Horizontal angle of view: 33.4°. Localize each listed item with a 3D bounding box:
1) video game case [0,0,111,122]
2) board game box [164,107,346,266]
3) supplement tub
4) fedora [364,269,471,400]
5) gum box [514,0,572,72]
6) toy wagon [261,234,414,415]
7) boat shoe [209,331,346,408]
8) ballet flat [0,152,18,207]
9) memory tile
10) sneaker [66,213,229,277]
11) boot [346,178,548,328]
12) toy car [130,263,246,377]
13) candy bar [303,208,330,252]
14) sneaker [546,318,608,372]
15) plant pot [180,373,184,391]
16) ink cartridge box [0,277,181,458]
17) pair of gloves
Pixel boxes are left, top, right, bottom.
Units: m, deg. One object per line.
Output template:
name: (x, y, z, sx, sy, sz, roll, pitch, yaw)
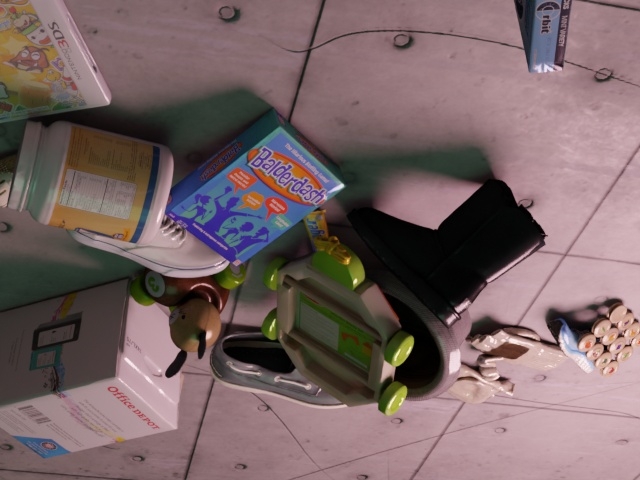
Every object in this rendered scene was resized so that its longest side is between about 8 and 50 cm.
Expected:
video game case: (-0.408, -0.231, 1.354, 0.227, 0.026, 0.206, -8, 142, 9)
board game box: (-0.094, -0.070, 1.513, 0.210, 0.047, 0.160, -37, 132, 16)
supplement tub: (-0.314, -0.082, 1.455, 0.200, 0.144, 0.144, 13, 141, -17)
fedora: (0.139, 0.132, 1.731, 0.243, 0.124, 0.275, 56, 144, -4)
gum box: (0.234, -0.300, 1.144, 0.041, 0.184, 0.157, -4, 143, 3)
toy wagon: (0.028, 0.119, 1.676, 0.267, 0.068, 0.344, 30, 138, 26)
boat shoe: (-0.037, 0.220, 1.887, 0.320, 0.116, 0.099, 7, 146, -2)
ballet flat: (-0.472, -0.071, 1.530, 0.206, 0.067, 0.073, -16, 138, 18)
memory tile: (0.516, 0.177, 1.879, 0.113, 0.012, 0.148, -46, 132, 3)
sneaker: (-0.249, -0.013, 1.588, 0.258, 0.094, 0.091, 13, 145, -17)
boot: (0.186, -0.017, 1.577, 0.207, 0.246, 0.094, -43, 152, -2)
toy car: (-0.214, 0.120, 1.688, 0.149, 0.188, 0.155, 27, 135, -32)
candy bar: (0.000, 0.000, 1.675, 0.040, 0.018, 0.161, -6, 142, 7)
sneaker: (0.461, 0.172, 1.894, 0.073, 0.063, 0.162, -40, 135, 15)
plant pot: (-0.326, 0.265, 1.955, 0.109, 0.109, 0.096, -13, 129, 16)
ink cartridge box: (-0.397, 0.221, 1.810, 0.270, 0.197, 0.198, -15, 140, 18)
pair of gloves: (0.314, 0.236, 1.975, 0.204, 0.042, 0.240, 25, 137, -31)
